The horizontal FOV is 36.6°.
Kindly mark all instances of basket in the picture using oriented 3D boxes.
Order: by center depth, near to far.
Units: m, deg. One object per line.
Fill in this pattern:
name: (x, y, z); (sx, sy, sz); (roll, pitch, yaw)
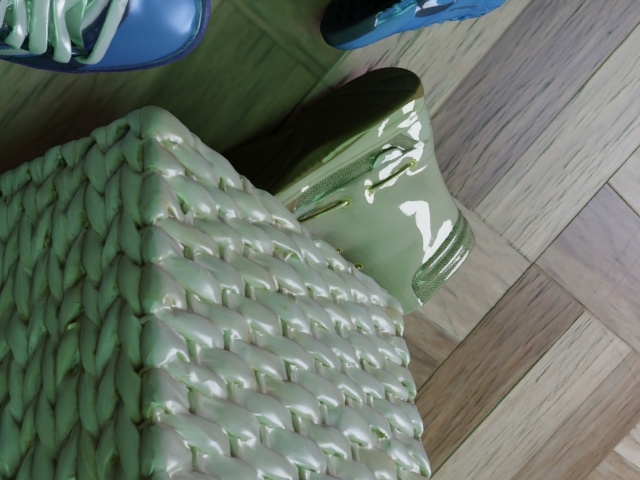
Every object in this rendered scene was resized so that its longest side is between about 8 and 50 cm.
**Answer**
basket: (-0.112, 0.142, 0.634); (0.266, 0.328, 0.331); (-26, 139, 23)

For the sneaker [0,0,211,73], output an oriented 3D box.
sneaker: (-0.184, -0.144, 0.550); (0.322, 0.236, 0.130); (15, 111, -32)

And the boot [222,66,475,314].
boot: (0.000, 0.000, 0.820); (0.262, 0.095, 0.203); (-34, 129, -8)

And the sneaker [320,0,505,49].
sneaker: (0.101, -0.195, 0.766); (0.209, 0.069, 0.082); (-33, 131, -6)
